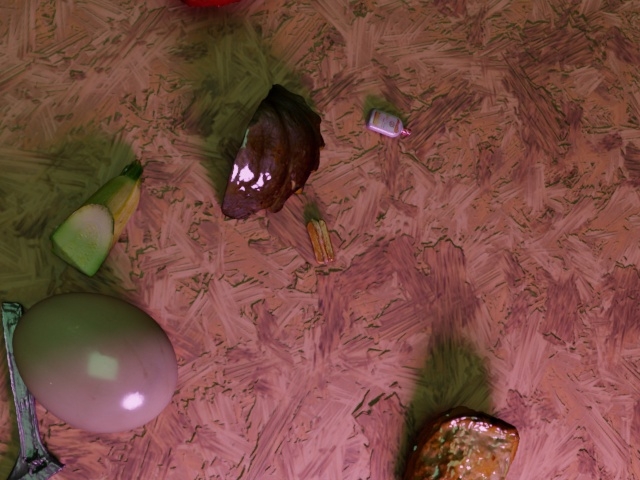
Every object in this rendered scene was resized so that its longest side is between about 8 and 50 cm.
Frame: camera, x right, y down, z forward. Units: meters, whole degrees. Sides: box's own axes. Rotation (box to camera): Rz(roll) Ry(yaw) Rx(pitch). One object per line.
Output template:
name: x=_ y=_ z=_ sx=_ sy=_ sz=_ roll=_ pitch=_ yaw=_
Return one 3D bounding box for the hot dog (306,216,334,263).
hot dog: x=0.000 y=0.000 z=1.126 sx=0.037 sy=0.021 sz=0.083 roll=-13 pitch=91 yaw=5

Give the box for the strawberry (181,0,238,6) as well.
strawberry: x=-0.157 y=-0.530 z=1.004 sx=0.310 sy=0.292 sz=0.292 roll=-42 pitch=96 yaw=-8

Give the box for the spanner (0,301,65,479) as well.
spanner: x=-0.448 y=0.252 z=0.979 sx=0.093 sy=0.026 sz=0.326 roll=-9 pitch=85 yaw=-15

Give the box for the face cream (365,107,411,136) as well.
face cream: x=0.125 y=-0.210 z=1.179 sx=0.083 sy=0.021 sz=0.040 roll=17 pitch=81 yaw=-14

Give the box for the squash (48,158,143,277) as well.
squash: x=-0.333 y=-0.046 z=1.011 sx=0.090 sy=0.075 sz=0.200 roll=27 pitch=76 yaw=15

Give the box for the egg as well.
egg: x=-0.322 y=0.171 z=0.936 sx=0.241 sy=0.186 sz=0.186 roll=35 pitch=77 yaw=-4

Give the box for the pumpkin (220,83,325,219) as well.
pumpkin: x=-0.061 y=-0.147 z=1.061 sx=0.130 sy=0.149 sz=0.254 roll=22 pitch=78 yaw=-4

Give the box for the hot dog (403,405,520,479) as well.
hot dog: x=0.232 y=0.414 z=1.105 sx=0.175 sy=0.114 sz=0.259 roll=25 pitch=81 yaw=-16
